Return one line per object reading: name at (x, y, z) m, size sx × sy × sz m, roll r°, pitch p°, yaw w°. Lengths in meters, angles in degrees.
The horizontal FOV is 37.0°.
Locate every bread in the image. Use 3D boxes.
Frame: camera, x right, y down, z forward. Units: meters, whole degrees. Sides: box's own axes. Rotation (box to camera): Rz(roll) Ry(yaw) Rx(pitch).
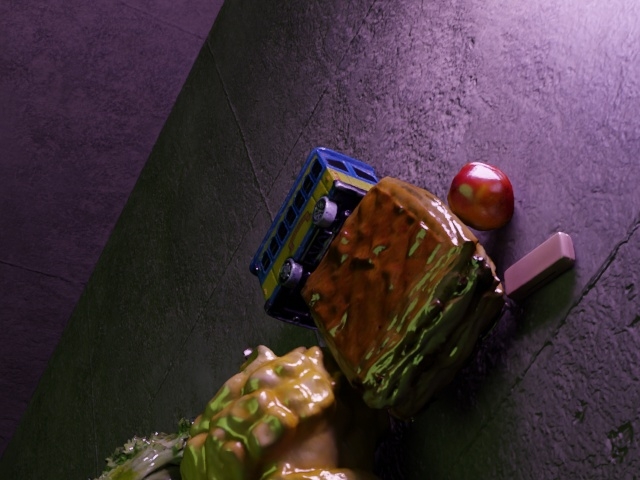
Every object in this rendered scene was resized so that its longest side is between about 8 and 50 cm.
bread at (0.131, 0.079, 1.382) m, size 0.277 × 0.167 × 0.324 m, roll -56°, pitch 33°, yaw 8°

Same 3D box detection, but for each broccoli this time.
broccoli at (-0.342, 0.477, 1.844) m, size 0.353 × 0.275 × 0.397 m, roll -45°, pitch -13°, yaw -16°

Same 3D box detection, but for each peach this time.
peach at (0.233, -0.060, 1.370) m, size 0.101 × 0.100 × 0.101 m, roll -42°, pitch 38°, yaw 45°

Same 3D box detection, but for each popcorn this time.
popcorn at (-0.020, 0.329, 1.396) m, size 0.381 × 0.349 × 0.349 m, roll 37°, pitch 111°, yaw 22°

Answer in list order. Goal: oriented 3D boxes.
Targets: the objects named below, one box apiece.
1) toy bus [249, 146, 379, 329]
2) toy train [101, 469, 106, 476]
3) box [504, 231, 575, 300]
toy bus at (0.000, 0.000, 1.724) m, size 0.288 × 0.138 × 0.175 m, roll -60°, pitch 29°, yaw 21°
toy train at (-0.457, 0.651, 2.160) m, size 0.307 × 0.173 × 0.249 m, roll -55°, pitch 22°, yaw 31°
box at (0.289, 0.036, 1.266) m, size 0.115 × 0.025 × 0.048 m, roll -44°, pitch 32°, yaw 43°
